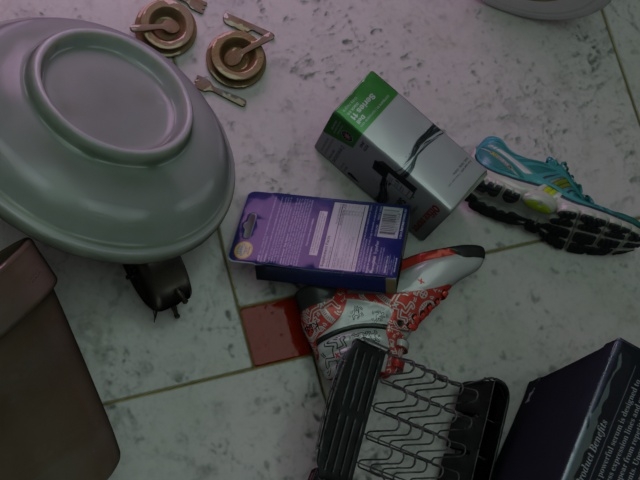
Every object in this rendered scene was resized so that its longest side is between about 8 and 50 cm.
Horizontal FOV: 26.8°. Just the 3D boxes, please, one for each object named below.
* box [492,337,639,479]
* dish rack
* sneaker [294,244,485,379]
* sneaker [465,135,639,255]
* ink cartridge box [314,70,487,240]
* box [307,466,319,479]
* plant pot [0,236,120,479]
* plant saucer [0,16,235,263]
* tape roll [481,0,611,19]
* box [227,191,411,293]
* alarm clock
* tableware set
[{"bbox_3d":[0.450,0.328,1.701,0.395,0.293,0.212,28,70,-3],"label":"box"},{"bbox_3d":[0.114,0.245,1.708,0.271,0.074,0.208,27,71,-38],"label":"dish rack"},{"bbox_3d":[0.110,0.103,1.801,0.270,0.090,0.145,-15,79,-12],"label":"sneaker"},{"bbox_3d":[0.336,-0.065,1.893,0.275,0.107,0.110,25,60,-5],"label":"sneaker"},{"bbox_3d":[0.107,-0.111,1.826,0.208,0.153,0.087,41,71,2],"label":"ink cartridge box"},{"bbox_3d":[0.003,0.408,1.717,0.114,0.036,0.207,26,71,-4],"label":"box"},{"bbox_3d":[-0.389,0.199,1.575,0.323,0.323,0.280,-40,102,-19],"label":"plant pot"},{"bbox_3d":[-0.274,-0.157,1.676,0.400,0.100,0.400,19,44,-19],"label":"plant saucer"},{"bbox_3d":[0.318,-0.448,1.919,0.246,0.246,0.169,18,72,-7],"label":"tape roll"},{"bbox_3d":[0.000,0.000,1.784,0.225,0.036,0.136,7,48,9],"label":"box"},{"bbox_3d":[-0.229,0.010,1.731,0.064,0.129,0.192,-23,81,-16],"label":"alarm clock"},{"bbox_3d":[-0.165,-0.281,1.874,0.194,0.039,0.128,23,71,-5],"label":"tableware set"}]
